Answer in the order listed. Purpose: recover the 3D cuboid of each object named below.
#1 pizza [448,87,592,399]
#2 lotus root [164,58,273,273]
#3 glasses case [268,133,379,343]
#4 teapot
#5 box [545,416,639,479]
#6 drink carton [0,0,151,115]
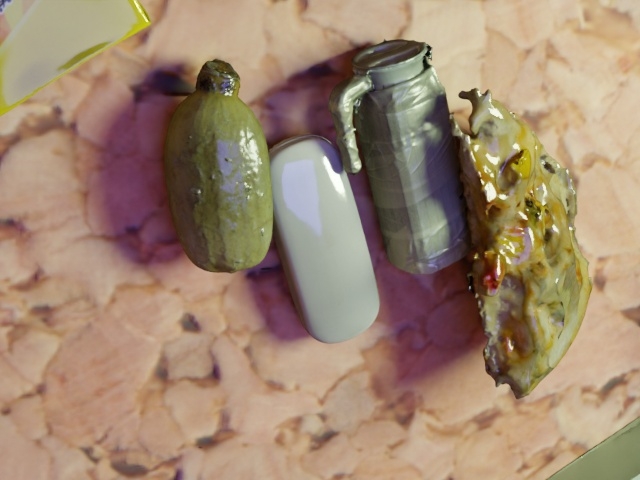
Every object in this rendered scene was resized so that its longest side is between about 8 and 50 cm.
[{"bbox_3d":[0.183,-0.018,1.524,0.189,0.071,0.297,-43,125,-45],"label":"pizza"},{"bbox_3d":[-0.086,-0.060,1.431,0.090,0.077,0.183,-3,109,-3],"label":"lotus root"},{"bbox_3d":[0.000,0.000,1.508,0.076,0.049,0.197,-22,114,-13],"label":"glasses case"},{"bbox_3d":[0.066,-0.070,1.494,0.107,0.077,0.200,-25,116,-24],"label":"teapot"},{"bbox_3d":[0.293,0.288,1.708,0.225,0.086,0.129,-32,116,-10],"label":"box"},{"bbox_3d":[-0.281,-0.278,1.263,0.155,0.111,0.351,-33,117,-9],"label":"drink carton"}]
